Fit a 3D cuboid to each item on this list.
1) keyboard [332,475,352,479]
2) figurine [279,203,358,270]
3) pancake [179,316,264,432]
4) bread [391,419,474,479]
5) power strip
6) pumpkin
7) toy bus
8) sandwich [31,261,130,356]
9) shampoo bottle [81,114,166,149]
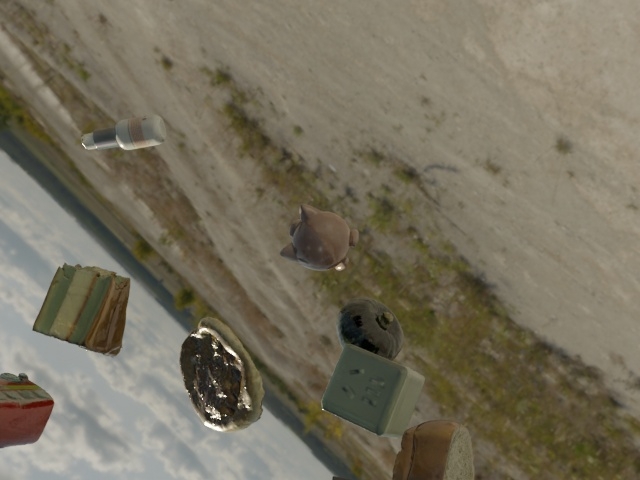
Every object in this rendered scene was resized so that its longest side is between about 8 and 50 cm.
[{"bbox_3d":[0.040,0.681,1.688,0.061,0.204,0.013,21,155,-25],"label":"keyboard"},{"bbox_3d":[0.000,0.000,1.405,0.138,0.125,0.125,20,171,-11],"label":"figurine"},{"bbox_3d":[-0.225,0.302,1.547,0.283,0.049,0.282,11,105,45],"label":"pancake"},{"bbox_3d":[0.164,0.366,0.993,0.070,0.236,0.236,2,146,25],"label":"bread"},{"bbox_3d":[0.117,0.305,1.393,0.140,0.139,0.224,18,171,25],"label":"power strip"},{"bbox_3d":[0.112,0.207,1.586,0.167,0.167,0.125,45,143,-2],"label":"pumpkin"},{"bbox_3d":[-0.591,0.303,1.220,0.120,0.121,0.265,21,175,19],"label":"toy bus"},{"bbox_3d":[-0.558,0.165,1.709,0.155,0.198,0.227,17,166,7],"label":"sandwich"},{"bbox_3d":[-0.470,-0.251,1.670,0.074,0.192,0.073,-10,-90,-85],"label":"shampoo bottle"}]
